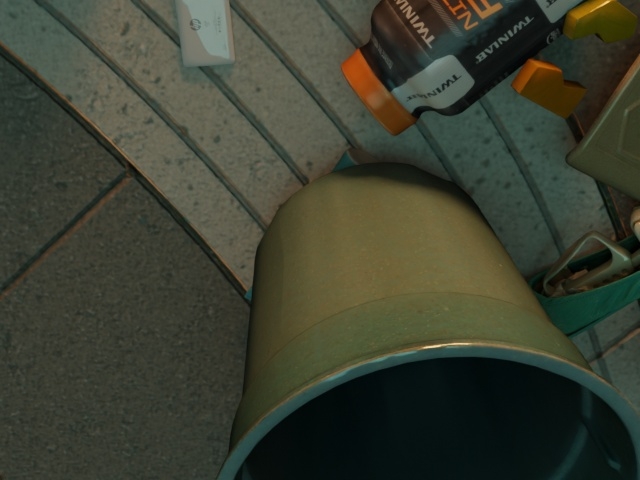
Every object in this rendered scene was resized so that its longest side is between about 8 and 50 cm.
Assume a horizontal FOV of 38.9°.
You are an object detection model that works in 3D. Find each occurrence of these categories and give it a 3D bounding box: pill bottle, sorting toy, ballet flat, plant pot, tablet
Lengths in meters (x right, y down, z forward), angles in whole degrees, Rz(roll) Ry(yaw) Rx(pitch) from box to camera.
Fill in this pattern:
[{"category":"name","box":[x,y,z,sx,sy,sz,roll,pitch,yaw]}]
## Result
[{"category":"pill bottle","box":[0.137,-0.203,0.832,0.245,0.130,0.130,-38,104,15]},{"category":"sorting toy","box":[0.330,-0.148,0.849,0.307,0.041,0.229,21,114,-28]},{"category":"ballet flat","box":[0.314,0.017,0.914,0.247,0.083,0.087,-33,112,27]},{"category":"plant pot","box":[0.071,0.116,0.819,0.340,0.334,0.341,-3,125,-4]},{"category":"tablet","box":[-0.116,-0.216,0.905,0.054,0.006,0.083,-3,110,4]}]

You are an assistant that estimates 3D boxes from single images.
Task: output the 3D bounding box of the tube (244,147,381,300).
[{"category":"tube","box":[0.000,0.000,0.963,0.080,0.052,0.207,31,114,-1]}]
